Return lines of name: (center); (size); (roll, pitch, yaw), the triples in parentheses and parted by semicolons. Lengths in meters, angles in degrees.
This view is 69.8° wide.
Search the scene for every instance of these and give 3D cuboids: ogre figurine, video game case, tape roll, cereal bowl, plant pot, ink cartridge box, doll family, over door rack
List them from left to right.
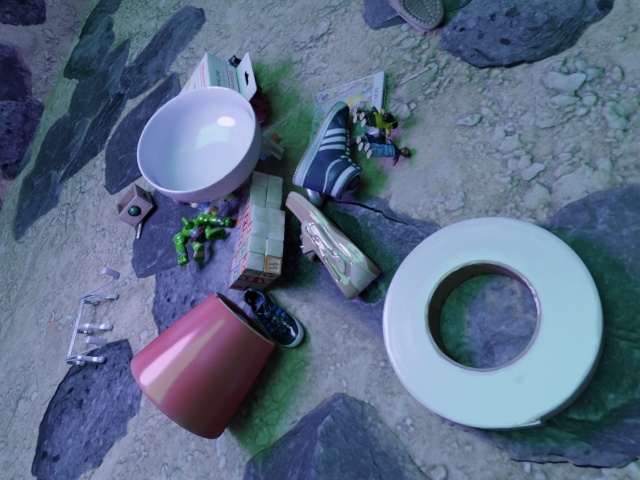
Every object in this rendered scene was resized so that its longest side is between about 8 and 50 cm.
over door rack: (-0.713, 0.260, 1.476); (0.324, 0.108, 0.239); (-33, 49, 45)
ogre figurine: (-0.369, -0.019, 1.395); (0.118, 0.097, 0.197); (40, 97, 35)
cereal bowl: (-0.308, -0.243, 1.244); (0.339, 0.141, 0.339); (-6, 65, 12)
ink cartridge box: (-0.357, -0.439, 1.461); (0.353, 0.119, 0.207); (-40, 50, 34)
plant pot: (-0.256, 0.273, 1.078); (0.243, 0.275, 0.275); (-49, 49, -7)
video game case: (0.075, -0.359, 1.293); (0.227, 0.026, 0.206); (-7, 64, 33)
doll family: (0.153, -0.263, 1.142); (0.076, 0.111, 0.193); (145, 123, -62)
tape roll: (0.303, 0.145, 0.851); (0.392, 0.072, 0.392); (-15, 60, 29)

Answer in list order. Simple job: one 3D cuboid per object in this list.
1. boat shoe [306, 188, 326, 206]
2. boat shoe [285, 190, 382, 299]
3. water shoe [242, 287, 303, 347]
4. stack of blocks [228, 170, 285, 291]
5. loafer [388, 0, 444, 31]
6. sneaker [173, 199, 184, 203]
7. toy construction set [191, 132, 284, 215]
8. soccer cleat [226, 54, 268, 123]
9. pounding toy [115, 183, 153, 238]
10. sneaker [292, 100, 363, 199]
boat shoe: (0.006, -0.177, 1.234); (0.063, 0.066, 0.184); (-16, 50, 30)
boat shoe: (0.000, 0.000, 1.106); (0.110, 0.122, 0.341); (-48, 51, 5)
water shoe: (-0.125, 0.190, 1.127); (0.203, 0.080, 0.073); (35, 91, 41)
stack of blocks: (-0.162, -0.029, 1.206); (0.171, 0.087, 0.297); (137, 141, -56)
loafer: (0.254, -0.677, 1.285); (0.102, 0.092, 0.268); (-39, 67, 16)
sneaker: (-0.494, -0.267, 1.602); (0.131, 0.112, 0.319); (123, 147, -42)
toy construction set: (-0.266, -0.230, 1.387); (0.328, 0.151, 0.215); (-38, 24, 3)
soccer cleat: (-0.266, -0.481, 1.558); (0.143, 0.116, 0.331); (-48, 48, 36)
pounding toy: (-0.668, -0.106, 1.664); (0.130, 0.100, 0.141); (-47, 39, 6)
sneaker: (0.055, -0.227, 1.179); (0.153, 0.099, 0.282); (24, 64, 7)
